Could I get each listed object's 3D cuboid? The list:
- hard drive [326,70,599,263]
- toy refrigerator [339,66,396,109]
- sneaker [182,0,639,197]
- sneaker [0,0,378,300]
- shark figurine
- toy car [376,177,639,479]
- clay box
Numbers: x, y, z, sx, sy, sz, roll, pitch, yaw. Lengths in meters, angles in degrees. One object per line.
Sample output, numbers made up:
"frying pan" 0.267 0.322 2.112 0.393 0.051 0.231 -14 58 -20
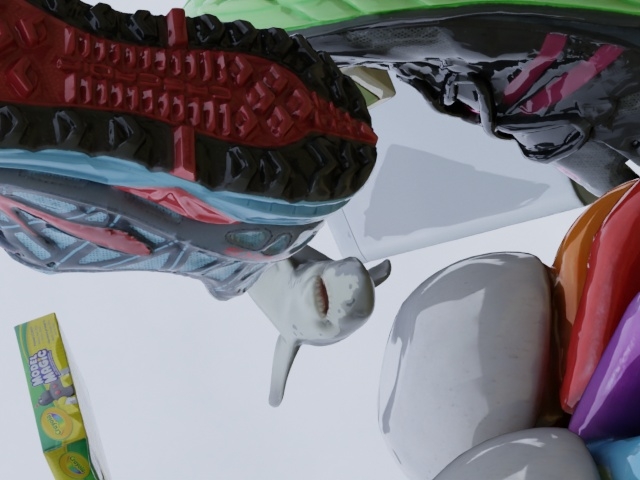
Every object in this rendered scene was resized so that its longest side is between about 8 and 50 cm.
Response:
"hard drive" 0.109 -0.112 1.858 0.047 0.353 0.233 -27 -82 -41
"toy refrigerator" -0.081 -0.105 1.531 0.094 0.269 0.102 68 -164 17
"sneaker" 0.143 -0.118 1.183 0.185 0.483 0.202 -77 -12 -62
"sneaker" -0.117 -0.032 0.684 0.262 0.125 0.104 16 -132 -17
"shark figurine" -0.011 -0.001 1.283 0.278 0.116 0.166 -123 31 -44
"toy car" 0.105 0.047 0.463 0.182 0.159 0.136 -93 18 -58
"clay box" -0.262 0.196 1.883 0.222 0.053 0.127 -112 5 -48
